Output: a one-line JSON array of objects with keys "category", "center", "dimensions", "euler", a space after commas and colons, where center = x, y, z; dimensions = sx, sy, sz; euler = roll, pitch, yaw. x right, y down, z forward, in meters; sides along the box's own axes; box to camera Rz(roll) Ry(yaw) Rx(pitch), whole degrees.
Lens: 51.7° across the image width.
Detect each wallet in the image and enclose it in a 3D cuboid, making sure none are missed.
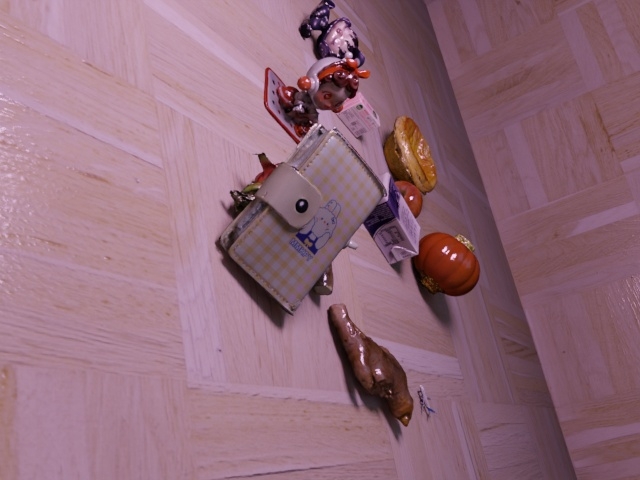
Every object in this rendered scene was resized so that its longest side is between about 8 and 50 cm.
[{"category": "wallet", "center": [-0.025, -0.041, 1.238], "dimensions": [0.309, 0.077, 0.223], "euler": [-51, 126, -14]}]

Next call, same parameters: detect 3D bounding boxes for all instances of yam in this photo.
[{"category": "yam", "center": [0.000, 0.000, 1.479], "dimensions": [0.061, 0.061, 0.274], "euler": [43, 35, -43]}]

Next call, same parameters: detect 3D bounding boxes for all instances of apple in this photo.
[{"category": "apple", "center": [0.251, -0.117, 2.011], "dimensions": [0.102, 0.126, 0.126], "euler": [55, 23, -63]}]

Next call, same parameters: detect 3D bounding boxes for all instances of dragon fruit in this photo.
[{"category": "dragon fruit", "center": [-0.088, -0.100, 1.306], "dimensions": [0.236, 0.135, 0.137], "euler": [4, 55, -39]}]

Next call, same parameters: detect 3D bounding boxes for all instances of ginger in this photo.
[{"category": "ginger", "center": [0.127, 0.286, 1.472], "dimensions": [0.333, 0.080, 0.166], "euler": [55, 16, -34]}]

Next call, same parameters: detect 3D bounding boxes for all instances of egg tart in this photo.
[{"category": "egg tart", "center": [0.297, -0.286, 2.256], "dimensions": [0.295, 0.116, 0.295], "euler": [47, 33, -43]}]

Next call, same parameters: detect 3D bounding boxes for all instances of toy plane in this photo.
[{"category": "toy plane", "center": [0.276, 0.421, 1.733], "dimensions": [0.084, 0.024, 0.078], "euler": [62, 25, 1]}]

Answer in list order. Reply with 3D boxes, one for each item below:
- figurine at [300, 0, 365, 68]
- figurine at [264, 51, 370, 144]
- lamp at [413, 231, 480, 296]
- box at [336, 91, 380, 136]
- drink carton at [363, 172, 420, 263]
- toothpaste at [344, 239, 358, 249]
[{"category": "figurine", "center": [0.036, -0.595, 1.985], "dimensions": [0.222, 0.145, 0.145], "euler": [45, 32, -21]}, {"category": "figurine", "center": [0.009, -0.365, 1.594], "dimensions": [0.183, 0.226, 0.160], "euler": [44, 33, -43]}, {"category": "lamp", "center": [0.390, 0.075, 2.048], "dimensions": [0.223, 0.196, 0.223], "euler": [42, -5, 5]}, {"category": "box", "center": [0.112, -0.375, 1.979], "dimensions": [0.125, 0.089, 0.043], "euler": [43, 34, -45]}, {"category": "drink carton", "center": [0.196, -0.061, 1.879], "dimensions": [0.222, 0.102, 0.134], "euler": [55, 25, -26]}, {"category": "toothpaste", "center": [-0.005, -0.028, 1.433], "dimensions": [0.197, 0.035, 0.057], "euler": [27, 36, -12]}]
